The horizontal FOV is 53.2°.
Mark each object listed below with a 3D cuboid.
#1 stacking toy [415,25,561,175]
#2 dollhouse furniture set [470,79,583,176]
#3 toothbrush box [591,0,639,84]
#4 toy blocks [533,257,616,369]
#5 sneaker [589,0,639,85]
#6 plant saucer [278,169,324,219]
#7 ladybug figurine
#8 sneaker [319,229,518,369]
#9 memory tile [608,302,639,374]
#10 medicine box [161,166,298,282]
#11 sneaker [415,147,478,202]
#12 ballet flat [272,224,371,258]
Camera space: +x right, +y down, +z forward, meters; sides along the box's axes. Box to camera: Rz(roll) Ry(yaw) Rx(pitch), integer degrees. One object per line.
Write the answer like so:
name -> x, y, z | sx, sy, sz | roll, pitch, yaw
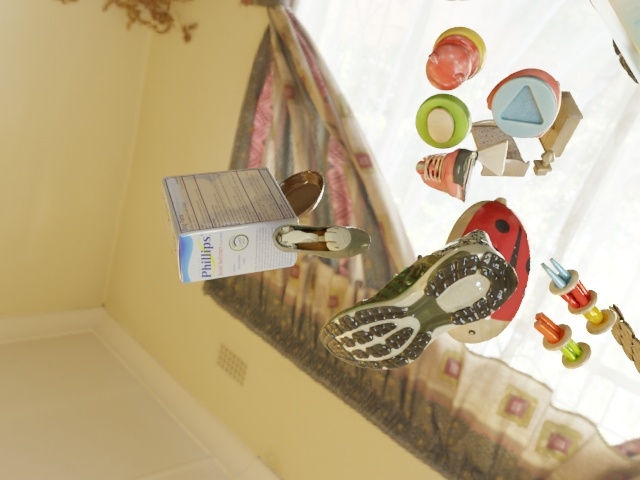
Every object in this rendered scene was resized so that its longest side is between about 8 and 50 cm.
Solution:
stacking toy -> 0.337, -0.276, 1.387 | 0.309, 0.279, 0.130 | 29, -142, 9
dollhouse furniture set -> 0.565, -0.358, 1.912 | 0.356, 0.173, 0.303 | 0, -128, -9
toothbrush box -> 0.465, -0.263, 0.827 | 0.295, 0.126, 0.216 | 60, -155, 3
toy blocks -> 0.376, 0.110, 0.994 | 0.148, 0.123, 0.054 | 43, 170, -16
sneaker -> 0.609, -0.416, 1.214 | 0.107, 0.275, 0.110 | -27, 175, 42
plant saucer -> -0.069, -0.115, 1.805 | 0.036, 0.199, 0.199 | 53, 171, -36
ladybug figurine -> 0.497, 0.091, 1.873 | 0.305, 0.448, 0.162 | 10, 180, -29
sneaker -> 0.181, 0.110, 1.229 | 0.158, 0.410, 0.182 | 52, -154, -17
memory tile -> 0.574, 0.187, 1.189 | 0.148, 0.012, 0.113 | 52, -168, -50
medicine box -> -0.232, -0.048, 1.599 | 0.290, 0.149, 0.263 | -9, -142, -18
sneaker -> 0.287, -0.154, 1.500 | 0.136, 0.115, 0.314 | 15, -179, 10
ballet flat -> 0.000, 0.000, 1.372 | 0.213, 0.072, 0.068 | 1, 168, 8
